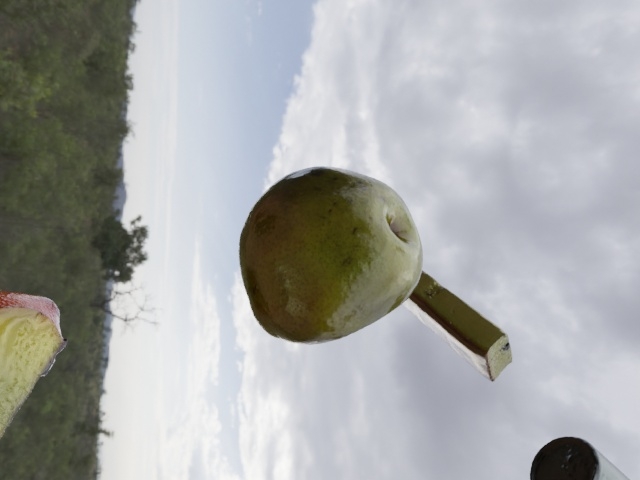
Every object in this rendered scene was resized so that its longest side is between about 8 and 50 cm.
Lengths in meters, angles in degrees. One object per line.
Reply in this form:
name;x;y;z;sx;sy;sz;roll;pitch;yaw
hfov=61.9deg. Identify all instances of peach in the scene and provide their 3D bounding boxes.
peach;-0.421;0.142;0.600;0.153;0.159;0.267;74;25;-43

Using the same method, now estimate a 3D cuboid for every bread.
bread;0.159;0.092;0.728;0.226;0.049;0.088;42;-11;43

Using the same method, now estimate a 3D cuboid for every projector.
projector;0.446;0.414;0.754;0.108;0.337;0.108;-45;-166;14

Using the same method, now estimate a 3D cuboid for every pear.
pear;0.000;0.000;0.393;0.141;0.141;0.103;26;-40;66
